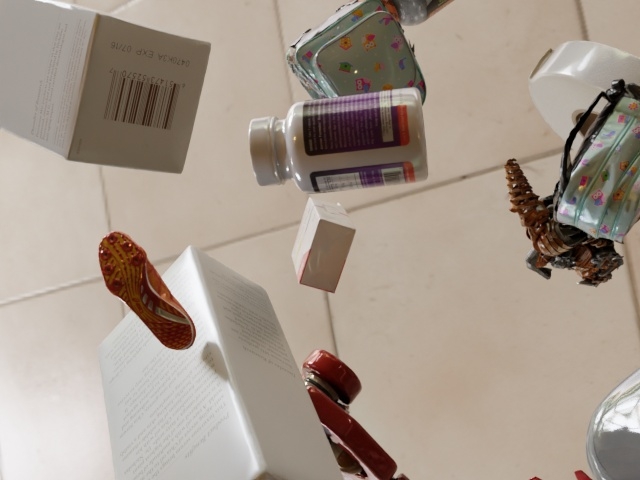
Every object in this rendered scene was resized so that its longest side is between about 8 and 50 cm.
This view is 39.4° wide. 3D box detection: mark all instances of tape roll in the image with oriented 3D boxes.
[{"bbox_3d":[0.514,-0.174,1.451,0.392,0.392,0.072,37,88,31],"label":"tape roll"}]

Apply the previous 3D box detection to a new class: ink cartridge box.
[{"bbox_3d":[0.000,0.000,1.510,0.198,0.067,0.115,-112,39,-74],"label":"ink cartridge box"}]

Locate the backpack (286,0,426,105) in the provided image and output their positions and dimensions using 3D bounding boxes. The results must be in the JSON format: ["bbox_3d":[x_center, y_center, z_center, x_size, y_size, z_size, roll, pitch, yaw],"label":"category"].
[{"bbox_3d":[0.066,-0.240,1.312,0.166,0.188,0.144,-36,23,-6],"label":"backpack"}]

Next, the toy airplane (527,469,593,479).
[{"bbox_3d":[0.456,0.465,1.651,0.151,0.028,0.151,12,133,13],"label":"toy airplane"}]

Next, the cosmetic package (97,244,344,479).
[{"bbox_3d":[-0.144,0.235,1.175,0.230,0.161,0.453,-46,35,14],"label":"cosmetic package"}]

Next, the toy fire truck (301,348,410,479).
[{"bbox_3d":[0.031,0.327,1.401,0.254,0.169,0.302,37,157,9],"label":"toy fire truck"}]

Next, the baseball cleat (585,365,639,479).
[{"bbox_3d":[0.156,0.031,0.252,0.206,0.109,0.072,-24,48,34],"label":"baseball cleat"}]

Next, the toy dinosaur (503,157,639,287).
[{"bbox_3d":[0.397,-0.031,1.397,0.218,0.322,0.164,-41,59,20],"label":"toy dinosaur"}]

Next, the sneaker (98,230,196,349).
[{"bbox_3d":[-0.219,0.066,1.113,0.064,0.067,0.175,-33,88,-6],"label":"sneaker"}]

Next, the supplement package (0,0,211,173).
[{"bbox_3d":[-0.187,-0.126,0.686,0.179,0.105,0.105,23,104,39],"label":"supplement package"}]

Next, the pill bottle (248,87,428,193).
[{"bbox_3d":[0.022,-0.110,1.017,0.194,0.108,0.108,-5,88,8],"label":"pill bottle"}]

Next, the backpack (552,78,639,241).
[{"bbox_3d":[0.366,-0.089,1.116,0.115,0.182,0.152,23,150,27],"label":"backpack"}]

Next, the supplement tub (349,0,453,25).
[{"bbox_3d":[0.200,-0.521,1.616,0.316,0.193,0.193,-36,66,-5],"label":"supplement tub"}]
